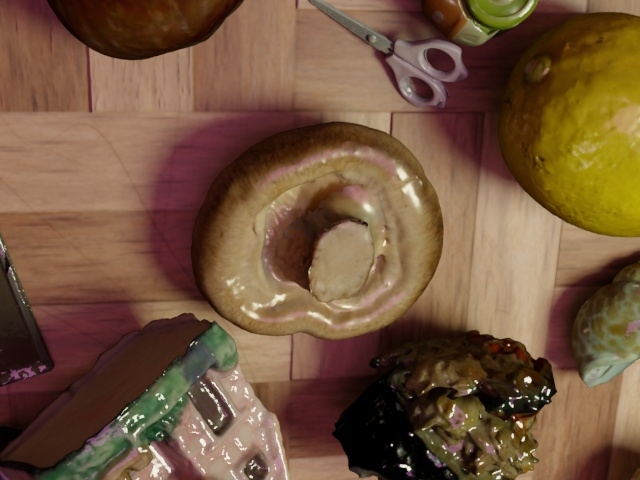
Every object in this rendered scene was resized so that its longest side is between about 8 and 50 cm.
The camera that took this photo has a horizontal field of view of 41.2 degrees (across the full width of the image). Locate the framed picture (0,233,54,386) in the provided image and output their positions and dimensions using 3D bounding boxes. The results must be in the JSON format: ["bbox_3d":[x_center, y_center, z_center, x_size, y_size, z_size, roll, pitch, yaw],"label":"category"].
[{"bbox_3d":[-0.466,0.098,0.948,0.281,0.019,0.209,-15,110,-4],"label":"framed picture"}]

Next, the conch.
[{"bbox_3d":[0.370,0.102,1.047,0.116,0.106,0.173,5,127,-31],"label":"conch"}]

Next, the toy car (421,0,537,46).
[{"bbox_3d":[0.142,-0.330,0.859,0.235,0.145,0.235,1,99,5],"label":"toy car"}]

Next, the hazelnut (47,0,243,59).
[{"bbox_3d":[-0.145,-0.269,0.785,0.233,0.218,0.218,-26,110,0],"label":"hazelnut"}]

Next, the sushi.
[{"bbox_3d":[0.155,0.193,0.980,0.225,0.238,0.219,24,109,-4],"label":"sushi"}]

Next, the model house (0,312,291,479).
[{"bbox_3d":[-0.162,0.242,0.899,0.237,0.202,0.237,-46,112,-40],"label":"model house"}]

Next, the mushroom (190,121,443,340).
[{"bbox_3d":[0.000,0.000,0.929,0.278,0.146,0.278,-5,119,-9],"label":"mushroom"}]

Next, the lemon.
[{"bbox_3d":[0.312,-0.118,0.894,0.236,0.236,0.263,-42,106,6],"label":"lemon"}]

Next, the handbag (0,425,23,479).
[{"bbox_3d":[-0.321,0.382,1.017,0.257,0.113,0.285,21,96,-21],"label":"handbag"}]

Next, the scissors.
[{"bbox_3d":[0.068,-0.212,0.920,0.189,0.015,0.100,32,145,-4],"label":"scissors"}]

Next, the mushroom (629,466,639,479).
[{"bbox_3d":[0.544,0.335,1.074,0.297,0.297,0.290,21,79,-15],"label":"mushroom"}]
